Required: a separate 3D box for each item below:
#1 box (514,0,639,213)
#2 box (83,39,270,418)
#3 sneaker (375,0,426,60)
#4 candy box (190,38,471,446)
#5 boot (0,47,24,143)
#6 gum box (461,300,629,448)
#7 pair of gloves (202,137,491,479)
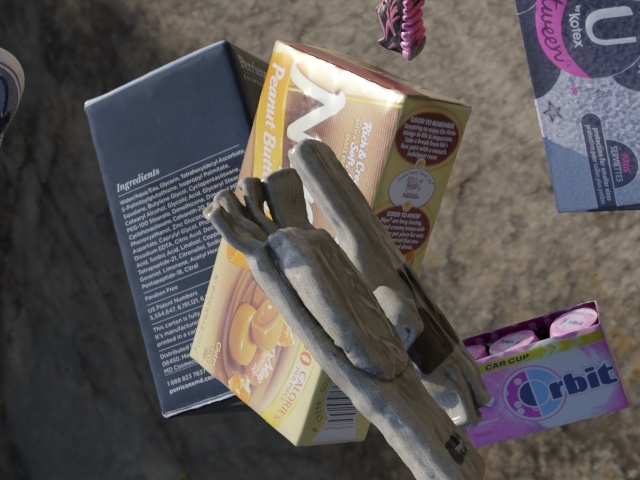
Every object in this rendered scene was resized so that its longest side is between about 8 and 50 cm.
[{"bbox_3d":[0.258,-0.160,0.955,0.163,0.142,0.247,-2,123,25],"label":"box"},{"bbox_3d":[-0.087,-0.001,1.454,0.212,0.293,0.395,-22,77,20],"label":"box"},{"bbox_3d":[0.083,-0.253,1.264,0.057,0.047,0.119,23,132,28],"label":"sneaker"},{"bbox_3d":[0.000,0.000,1.042,0.183,0.087,0.316,31,110,45],"label":"candy box"},{"bbox_3d":[-0.333,-0.105,1.140,0.190,0.069,0.086,126,150,-56],"label":"boot"},{"bbox_3d":[0.231,0.150,1.297,0.188,0.062,0.107,-18,109,14],"label":"gum box"},{"bbox_3d":[0.026,0.040,0.669,0.042,0.240,0.204,-34,93,14],"label":"pair of gloves"}]
